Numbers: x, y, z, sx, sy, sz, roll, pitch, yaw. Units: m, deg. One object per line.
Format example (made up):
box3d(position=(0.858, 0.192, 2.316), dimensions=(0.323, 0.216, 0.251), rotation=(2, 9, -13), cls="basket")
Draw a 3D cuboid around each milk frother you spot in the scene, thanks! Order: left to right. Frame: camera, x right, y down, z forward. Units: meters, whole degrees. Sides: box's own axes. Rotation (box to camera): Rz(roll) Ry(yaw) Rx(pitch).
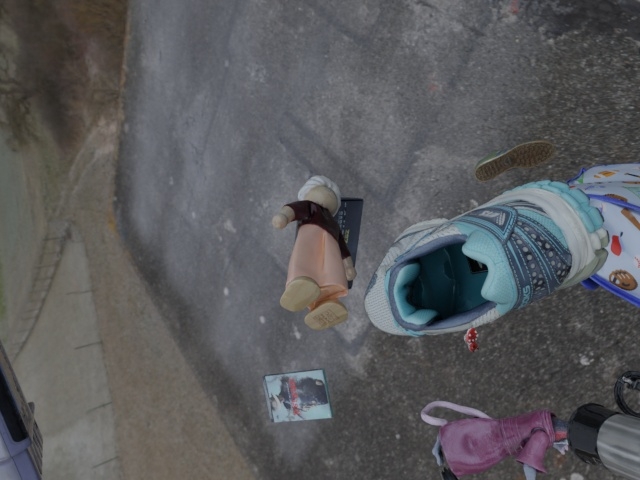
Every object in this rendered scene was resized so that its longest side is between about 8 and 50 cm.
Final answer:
box3d(position=(0.427, 0.244, 0.675), dimensions=(0.134, 0.129, 0.143), rotation=(156, 131, -76), cls="milk frother")

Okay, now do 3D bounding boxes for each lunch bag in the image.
box3d(position=(0.678, -0.018, 1.059), dimensions=(0.385, 0.327, 0.239), rotation=(32, 128, 27), cls="lunch bag")

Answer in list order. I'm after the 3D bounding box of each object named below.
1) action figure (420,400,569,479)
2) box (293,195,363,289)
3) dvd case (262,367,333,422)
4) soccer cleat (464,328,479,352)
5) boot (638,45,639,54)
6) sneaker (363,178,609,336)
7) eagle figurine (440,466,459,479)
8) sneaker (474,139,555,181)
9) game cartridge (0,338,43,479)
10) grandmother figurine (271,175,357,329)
box3d(position=(0.485, 0.483, 1.301), dimensions=(0.370, 0.248, 0.276), rotation=(-27, 86, 26), cls="action figure")
box3d(position=(0.017, 0.011, 1.219), dimensions=(0.059, 0.183, 0.233), rotation=(16, 103, 37), cls="box")
box3d(position=(-0.041, 0.275, 0.910), dimensions=(0.119, 0.013, 0.087), rotation=(-11, 90, 21), cls="dvd case")
box3d(position=(0.333, 0.216, 1.147), dimensions=(0.036, 0.029, 0.083), rotation=(53, 171, 47), cls="soccer cleat")
box3d(position=(0.677, -0.302, 0.849), dimensions=(0.084, 0.246, 0.161), rotation=(100, 162, -48), cls="boot")
box3d(position=(0.095, 0.033, 0.458), dimensions=(0.110, 0.122, 0.283), rotation=(63, 151, 9), cls="sneaker")
box3d(position=(0.173, 0.428, 0.612), dimensions=(0.226, 0.225, 0.298), rotation=(40, 167, -20), cls="eagle figurine")
box3d(position=(0.480, -0.211, 1.295), dimensions=(0.192, 0.086, 0.064), rotation=(-20, 108, 20), cls="sneaker")
box3d(position=(-0.473, 0.162, 0.720), dimensions=(0.230, 0.068, 0.356), rotation=(-9, 102, 57), cls="game cartridge")
box3d(position=(0.000, 0.000, 0.950), dimensions=(0.103, 0.208, 0.343), rotation=(-25, 37, 21), cls="grandmother figurine")
